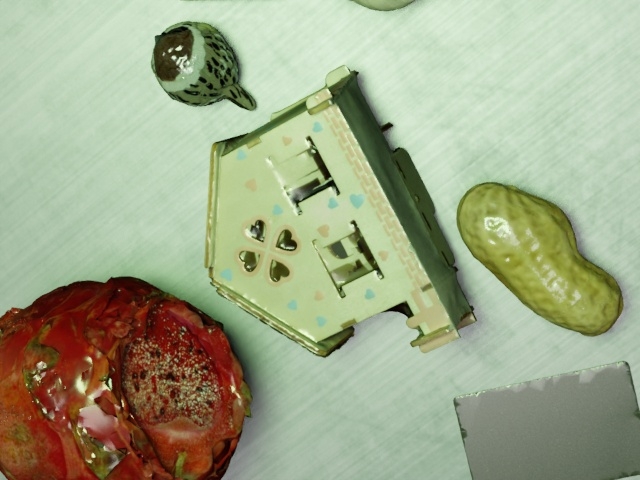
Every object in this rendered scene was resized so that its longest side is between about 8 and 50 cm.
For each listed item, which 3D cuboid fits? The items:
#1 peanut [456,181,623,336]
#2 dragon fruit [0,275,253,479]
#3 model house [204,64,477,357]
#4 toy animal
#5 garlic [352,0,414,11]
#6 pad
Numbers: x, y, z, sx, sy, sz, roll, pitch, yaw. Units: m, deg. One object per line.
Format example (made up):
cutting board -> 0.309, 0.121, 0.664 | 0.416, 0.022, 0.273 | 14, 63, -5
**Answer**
peanut -> 0.249, 0.020, 1.579 | 0.226, 0.095, 0.108 | 45, 106, -2
dragon fruit -> -0.239, 0.177, 1.579 | 0.302, 0.295, 0.295 | 9, 103, 35
model house -> 0.000, 0.000, 1.588 | 0.244, 0.169, 0.326 | -27, 93, 19
toy animal -> -0.134, -0.191, 1.599 | 0.137, 0.098, 0.098 | 40, 103, 0
garlic -> 0.053, -0.317, 1.521 | 0.229, 0.178, 0.143 | 24, 135, 23
pad -> 0.274, 0.230, 1.659 | 0.211, 0.003, 0.143 | -13, 98, 10
